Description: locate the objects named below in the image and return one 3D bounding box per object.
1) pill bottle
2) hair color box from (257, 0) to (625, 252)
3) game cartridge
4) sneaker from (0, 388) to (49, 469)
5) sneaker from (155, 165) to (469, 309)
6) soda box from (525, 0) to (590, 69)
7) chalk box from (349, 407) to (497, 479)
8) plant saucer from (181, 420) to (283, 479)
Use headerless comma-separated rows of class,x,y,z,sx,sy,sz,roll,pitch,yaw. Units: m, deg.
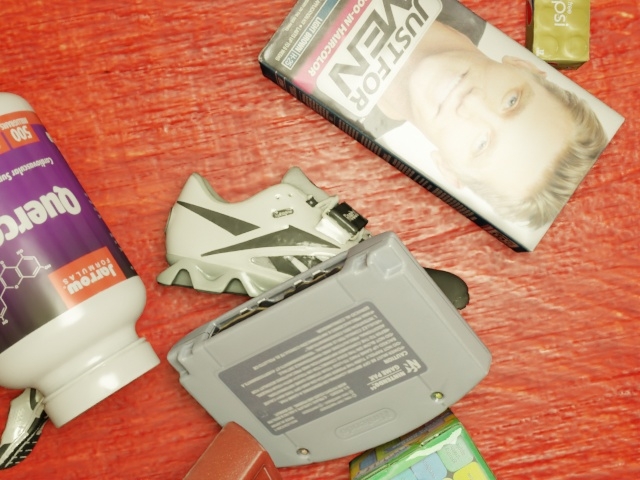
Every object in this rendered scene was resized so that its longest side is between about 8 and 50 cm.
pill bottle,-0.301,0.022,1.170,0.181,0.181,0.323,-33,89,0
hair color box,0.123,-0.154,1.210,0.347,0.105,0.174,35,89,1
game cartridge,0.012,0.125,1.146,0.294,0.060,0.196,-28,110,30
sneaker,-0.324,0.199,1.242,0.044,0.040,0.109,33,85,17
sneaker,0.000,0.000,1.198,0.330,0.122,0.146,9,91,0
soda box,0.257,-0.278,1.235,0.061,0.058,0.181,2,89,0
chalk box,0.115,0.260,1.145,0.132,0.213,0.132,-31,89,0
plant saucer,-0.067,0.344,1.102,0.047,0.259,0.258,-18,107,30
